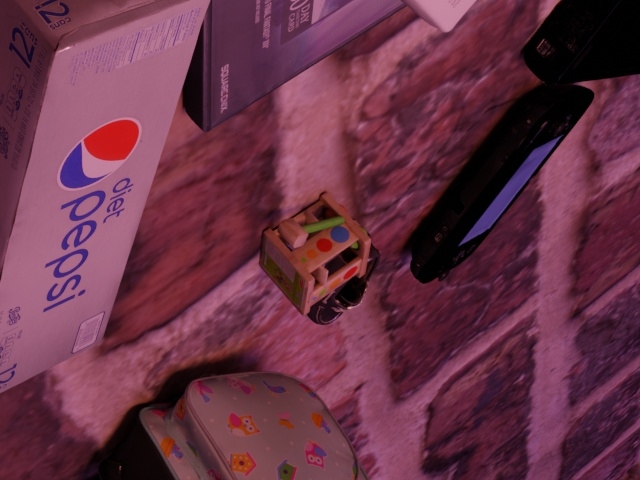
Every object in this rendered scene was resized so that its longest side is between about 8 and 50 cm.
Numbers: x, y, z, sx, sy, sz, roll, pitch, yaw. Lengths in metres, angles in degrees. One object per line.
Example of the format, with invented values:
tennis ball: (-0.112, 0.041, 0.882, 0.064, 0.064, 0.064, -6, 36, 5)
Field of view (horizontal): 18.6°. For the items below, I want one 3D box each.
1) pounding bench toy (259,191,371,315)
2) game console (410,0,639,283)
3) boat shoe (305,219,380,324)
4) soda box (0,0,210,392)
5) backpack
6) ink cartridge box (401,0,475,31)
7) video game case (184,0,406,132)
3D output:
pounding bench toy: (0.000, 0.000, 1.381, 0.065, 0.052, 0.083, -34, 158, -21)
game console: (0.197, -0.103, 1.543, 0.213, 0.044, 0.361, -13, 146, -53)
boat shoe: (0.018, 0.034, 1.504, 0.046, 0.038, 0.125, -28, 156, -32)
soda box: (-0.144, -0.044, 0.962, 0.091, 0.098, 0.286, -26, 155, -33)
backpack: (-0.051, 0.185, 1.497, 0.188, 0.166, 0.144, -2, 139, -52)
ink cartridge box: (0.047, -0.214, 0.931, 0.154, 0.093, 0.212, -48, 155, 5)
video game case: (0.038, -0.187, 1.109, 0.274, 0.026, 0.196, -33, 159, -19)
